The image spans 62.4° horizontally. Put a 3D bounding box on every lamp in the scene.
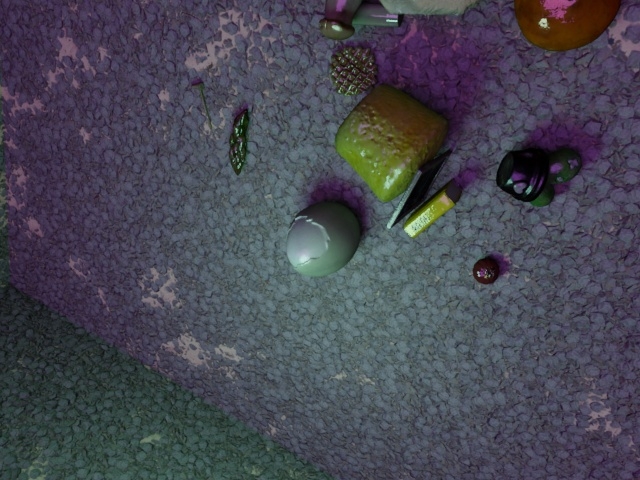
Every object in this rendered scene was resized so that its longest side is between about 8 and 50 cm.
[{"bbox_3d":[0.620,0.115,1.980,0.101,0.090,0.101,0,94,-7],"label":"lamp"}]

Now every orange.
[{"bbox_3d":[0.694,-0.680,1.484,0.283,0.226,0.284,8,119,15],"label":"orange"}]

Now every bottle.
[{"bbox_3d":[0.173,-0.762,1.782,0.201,0.072,0.072,13,118,20],"label":"bottle"}]

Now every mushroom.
[{"bbox_3d":[0.102,-0.853,1.693,0.154,0.137,0.407,11,102,0],"label":"mushroom"}]

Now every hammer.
[{"bbox_3d":[-0.497,-0.562,2.228,0.060,0.028,0.195,2,116,31],"label":"hammer"}]

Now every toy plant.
[{"bbox_3d":[0.716,-0.216,1.742,0.235,0.175,0.218,10,129,-10],"label":"toy plant"}]

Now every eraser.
[{"bbox_3d":[0.409,-0.113,1.931,0.069,0.158,0.226,44,125,-3],"label":"eraser"}]

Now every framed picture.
[{"bbox_3d":[0.345,-0.182,1.829,0.020,0.324,0.240,35,123,15],"label":"framed picture"}]

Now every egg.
[{"bbox_3d":[0.000,0.000,2.080,0.278,0.336,0.278,14,121,26],"label":"egg"}]

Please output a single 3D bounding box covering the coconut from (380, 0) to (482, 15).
[{"bbox_3d":[0.314,-0.835,1.529,0.415,0.415,0.345,32,135,9],"label":"coconut"}]

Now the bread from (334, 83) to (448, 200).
[{"bbox_3d":[0.235,-0.331,1.810,0.307,0.348,0.348,38,124,12],"label":"bread"}]

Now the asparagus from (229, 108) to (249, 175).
[{"bbox_3d":[-0.343,-0.405,2.201,0.080,0.080,0.287,16,120,18],"label":"asparagus"}]

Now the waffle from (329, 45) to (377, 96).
[{"bbox_3d":[0.118,-0.610,1.903,0.183,0.036,0.169,-4,110,26],"label":"waffle"}]
